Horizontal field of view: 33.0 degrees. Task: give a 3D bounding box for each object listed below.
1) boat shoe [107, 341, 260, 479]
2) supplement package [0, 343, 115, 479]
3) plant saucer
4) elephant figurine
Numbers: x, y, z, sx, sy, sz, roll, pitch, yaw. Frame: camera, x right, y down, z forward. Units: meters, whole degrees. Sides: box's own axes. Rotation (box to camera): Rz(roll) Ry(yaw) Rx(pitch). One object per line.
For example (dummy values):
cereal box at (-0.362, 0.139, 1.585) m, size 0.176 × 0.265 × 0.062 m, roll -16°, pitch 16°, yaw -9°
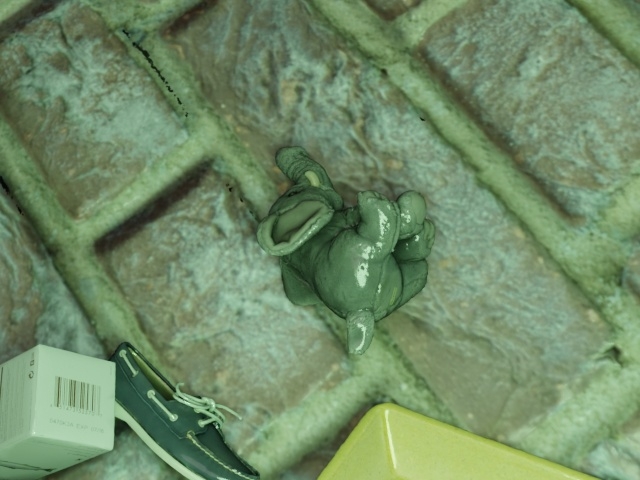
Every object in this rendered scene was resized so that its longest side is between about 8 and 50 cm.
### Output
boat shoe at (-0.157, 0.203, 1.226) m, size 0.254 × 0.095 × 0.079 m, roll 31°, pitch 87°, yaw 34°
supplement package at (-0.325, 0.200, 1.218) m, size 0.179 × 0.105 × 0.105 m, roll -26°, pitch 57°, yaw 38°
plant saucer at (0.134, 0.324, 1.030) m, size 0.332 × 0.081 × 0.333 m, roll 17°, pitch 33°, yaw 22°
elephant figurine at (0.000, 0.000, 1.267) m, size 0.239 × 0.186 × 0.169 m, roll 15°, pitch 112°, yaw 31°
